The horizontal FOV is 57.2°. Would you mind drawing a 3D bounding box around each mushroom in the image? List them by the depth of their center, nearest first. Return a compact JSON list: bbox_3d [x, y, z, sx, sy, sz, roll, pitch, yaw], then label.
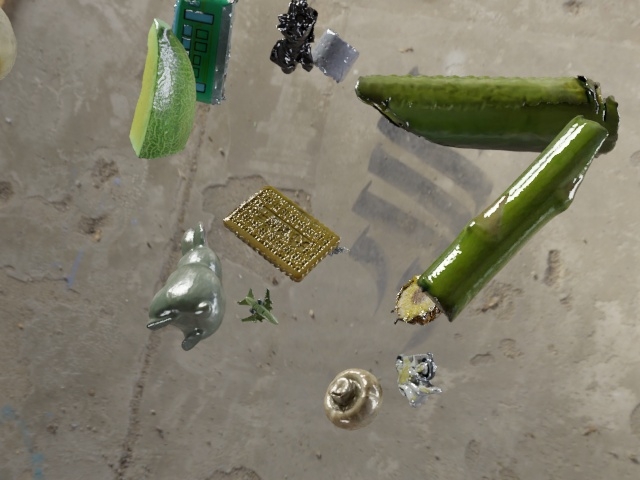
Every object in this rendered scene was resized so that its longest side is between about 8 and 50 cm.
[{"bbox_3d":[0.084,0.413,1.537,0.166,0.127,0.166,-19,44,19],"label":"mushroom"}]

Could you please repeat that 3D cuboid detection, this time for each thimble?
[{"bbox_3d":[0.041,-0.555,1.766,0.127,0.151,0.118,38,108,3],"label":"thimble"}]

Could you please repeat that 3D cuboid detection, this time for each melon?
[{"bbox_3d":[-0.392,-0.378,1.476,0.124,0.196,0.323,22,117,15],"label":"melon"}]

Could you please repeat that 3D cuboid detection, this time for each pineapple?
[{"bbox_3d":[0.295,0.168,1.685,0.221,0.221,0.047,-48,115,-11],"label":"pineapple"}]

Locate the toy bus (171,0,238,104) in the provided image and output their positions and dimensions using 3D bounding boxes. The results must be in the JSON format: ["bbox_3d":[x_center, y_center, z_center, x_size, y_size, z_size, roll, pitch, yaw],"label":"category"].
[{"bbox_3d":[-0.379,-0.620,1.880,0.199,0.183,0.344,9,109,-8],"label":"toy bus"}]

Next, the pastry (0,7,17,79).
[{"bbox_3d":[-0.439,-0.226,0.687,0.156,0.156,0.092,-24,84,-6],"label":"pastry"}]

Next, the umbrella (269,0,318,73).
[{"bbox_3d":[-0.071,-0.545,1.627,0.122,0.272,0.110,-6,74,-12],"label":"umbrella"}]

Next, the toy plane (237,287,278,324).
[{"bbox_3d":[-0.148,0.171,1.442,0.111,0.040,0.102,39,86,7],"label":"toy plane"}]

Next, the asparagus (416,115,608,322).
[{"bbox_3d":[0.143,-0.017,0.435,0.045,0.041,0.178,44,90,1],"label":"asparagus"}]

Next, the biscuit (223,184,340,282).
[{"bbox_3d":[-0.094,-0.026,1.409,0.254,0.029,0.172,36,58,18],"label":"biscuit"}]

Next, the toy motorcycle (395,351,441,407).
[{"bbox_3d":[0.260,0.379,1.589,0.074,0.228,0.151,0,81,-18],"label":"toy motorcycle"}]

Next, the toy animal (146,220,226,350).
[{"bbox_3d":[-0.200,0.068,0.982,0.108,0.138,0.236,47,33,-24],"label":"toy animal"}]

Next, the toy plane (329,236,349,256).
[{"bbox_3d":[0.000,0.017,1.916,0.160,0.234,0.082,7,88,36],"label":"toy plane"}]

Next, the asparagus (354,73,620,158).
[{"bbox_3d":[0.237,-0.184,0.853,0.381,0.128,0.108,2,82,-1],"label":"asparagus"}]
